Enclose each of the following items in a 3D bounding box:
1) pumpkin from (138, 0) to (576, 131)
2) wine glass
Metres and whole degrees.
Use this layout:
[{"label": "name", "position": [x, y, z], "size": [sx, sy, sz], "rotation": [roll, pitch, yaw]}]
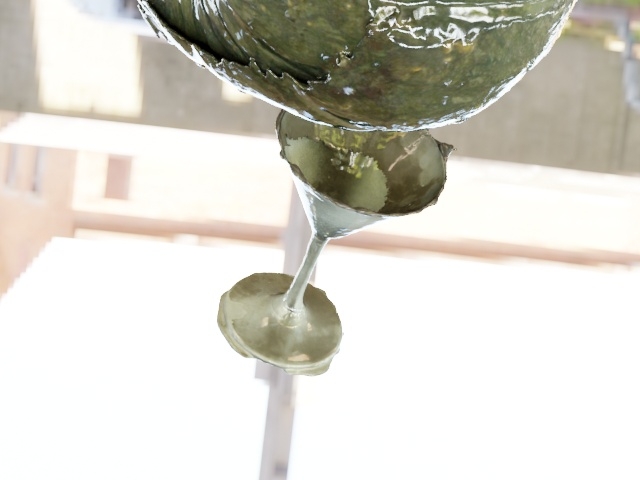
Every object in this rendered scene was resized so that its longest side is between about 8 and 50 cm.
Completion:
[{"label": "pumpkin", "position": [0.009, -0.222, 1.150], "size": [0.257, 0.291, 0.328], "rotation": [-13, -161, -39]}, {"label": "wine glass", "position": [0.000, 0.000, 1.491], "size": [0.156, 0.232, 0.156], "rotation": [12, -136, -12]}]
